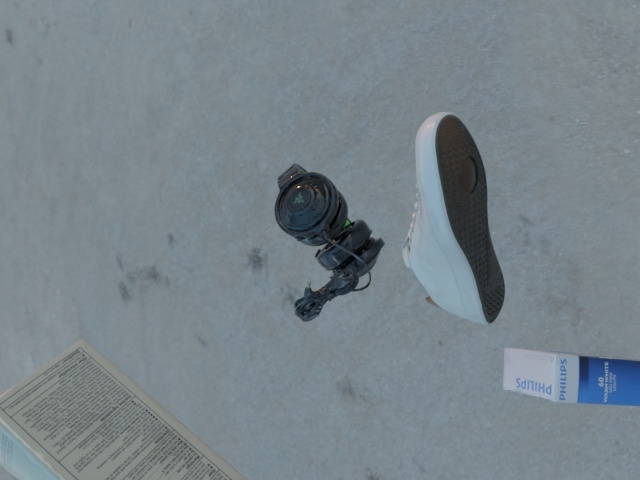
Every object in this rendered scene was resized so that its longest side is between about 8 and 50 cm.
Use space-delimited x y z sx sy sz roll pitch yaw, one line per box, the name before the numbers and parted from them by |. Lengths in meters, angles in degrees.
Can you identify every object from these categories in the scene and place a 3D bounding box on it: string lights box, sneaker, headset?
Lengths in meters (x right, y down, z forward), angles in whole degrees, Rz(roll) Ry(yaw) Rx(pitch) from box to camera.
string lights box | 0.453 0.229 1.003 0.133 0.260 0.076 166 110 -70
sneaker | 0.139 -0.018 0.743 0.123 0.106 0.290 10 130 41
headset | 0.000 0.000 1.166 0.185 0.243 0.394 -40 26 9

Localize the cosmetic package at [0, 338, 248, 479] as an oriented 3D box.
cosmetic package | -0.262 0.290 0.774 0.309 0.160 0.113 38 131 11
